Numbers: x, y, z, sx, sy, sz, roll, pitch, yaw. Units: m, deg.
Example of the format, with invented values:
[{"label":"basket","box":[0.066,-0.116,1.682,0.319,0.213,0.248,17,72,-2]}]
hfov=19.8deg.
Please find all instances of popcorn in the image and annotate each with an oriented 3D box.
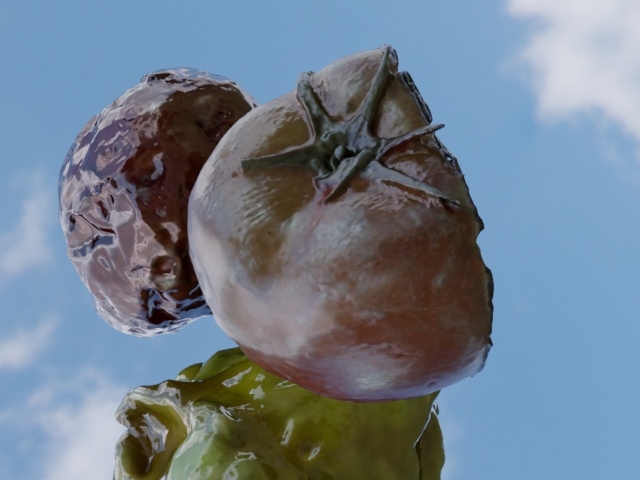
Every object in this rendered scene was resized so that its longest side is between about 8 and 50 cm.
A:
[{"label":"popcorn","box":[-0.048,0.229,1.366,0.293,0.334,0.292,12,-125,-8]}]

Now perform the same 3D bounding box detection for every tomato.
[{"label":"tomato","box":[0.000,0.000,1.099,0.214,0.155,0.181,-119,15,-46]}]

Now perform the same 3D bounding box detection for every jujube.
[{"label":"jujube","box":[-0.120,-0.025,1.483,0.197,0.290,0.197,5,-115,-12]}]
